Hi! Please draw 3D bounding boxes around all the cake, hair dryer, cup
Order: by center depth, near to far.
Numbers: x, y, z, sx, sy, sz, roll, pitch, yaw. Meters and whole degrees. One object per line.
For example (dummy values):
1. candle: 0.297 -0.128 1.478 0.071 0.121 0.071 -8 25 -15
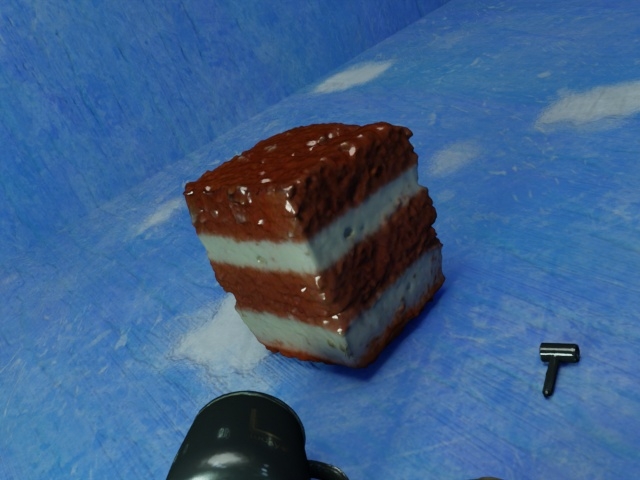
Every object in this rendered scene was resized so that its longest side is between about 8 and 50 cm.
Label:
1. cup: -0.068 0.285 0.872 0.223 0.169 0.176 12 20 -6
2. hair dryer: 0.294 0.162 0.924 0.047 0.026 0.083 -4 36 35
3. cake: 0.000 0.000 1.130 0.270 0.319 0.270 5 33 47

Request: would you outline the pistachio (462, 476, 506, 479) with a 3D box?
1. pistachio: 0.136 0.312 0.688 0.206 0.131 0.129 -45 -12 -26
